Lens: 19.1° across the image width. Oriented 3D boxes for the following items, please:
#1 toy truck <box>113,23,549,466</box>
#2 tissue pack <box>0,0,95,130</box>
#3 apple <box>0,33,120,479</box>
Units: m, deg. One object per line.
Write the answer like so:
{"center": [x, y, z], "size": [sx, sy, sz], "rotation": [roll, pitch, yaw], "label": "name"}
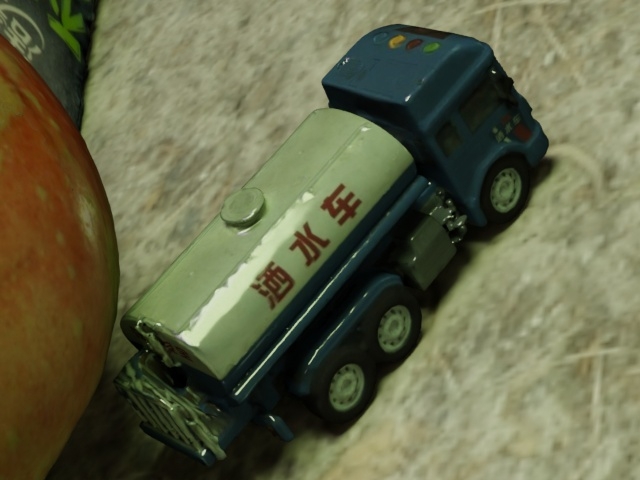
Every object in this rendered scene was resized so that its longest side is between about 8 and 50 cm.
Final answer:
{"center": [0.000, 0.000, 0.755], "size": [0.074, 0.088, 0.201], "rotation": [19, 60, 47], "label": "toy truck"}
{"center": [-0.190, -0.161, 1.001], "size": [0.073, 0.173, 0.235], "rotation": [-24, 39, 22], "label": "tissue pack"}
{"center": [-0.237, 0.020, 0.718], "size": [0.319, 0.277, 0.319], "rotation": [-46, 17, 19], "label": "apple"}
